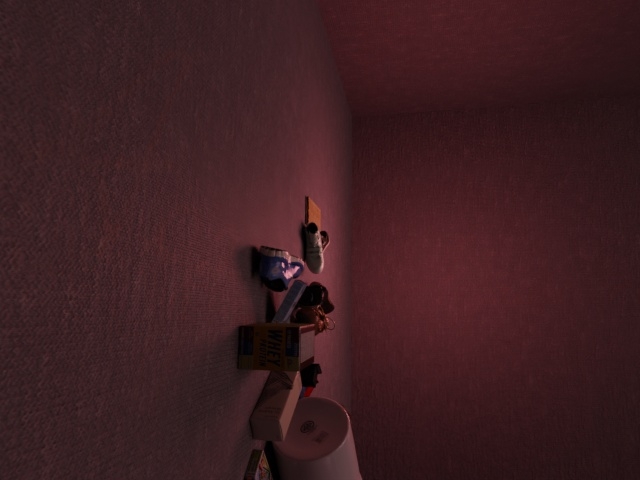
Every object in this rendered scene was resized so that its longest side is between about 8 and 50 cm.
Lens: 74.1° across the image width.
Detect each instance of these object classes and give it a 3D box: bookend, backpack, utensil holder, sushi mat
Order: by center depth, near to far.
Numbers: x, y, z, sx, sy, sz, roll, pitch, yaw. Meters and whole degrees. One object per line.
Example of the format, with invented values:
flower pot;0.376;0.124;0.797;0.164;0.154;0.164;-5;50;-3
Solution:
utensil holder;-0.014;0.865;1.667;0.327;0.328;0.384;-67;151;-62
bookend;-0.086;0.585;1.726;0.156;0.158;0.072;-80;163;-45
backpack;-0.055;0.263;1.988;0.182;0.152;0.115;93;3;-83
sushi mat;-0.037;-0.134;2.353;0.316;0.019;0.151;40;49;-75

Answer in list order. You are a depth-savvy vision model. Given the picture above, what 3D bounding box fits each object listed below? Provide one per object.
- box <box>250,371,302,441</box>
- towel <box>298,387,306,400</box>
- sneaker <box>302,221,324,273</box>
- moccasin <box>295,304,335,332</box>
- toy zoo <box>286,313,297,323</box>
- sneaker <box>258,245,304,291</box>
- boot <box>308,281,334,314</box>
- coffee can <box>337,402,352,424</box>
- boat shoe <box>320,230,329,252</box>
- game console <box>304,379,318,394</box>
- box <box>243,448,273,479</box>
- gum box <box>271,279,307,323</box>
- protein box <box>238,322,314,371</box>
box;-0.153;0.580;1.523;0.275;0.113;0.094;-65;151;-67
towel;-0.091;0.707;1.999;0.119;0.029;0.066;-54;140;-71
sneaker;-0.040;0.033;2.136;0.151;0.094;0.255;77;6;-64
moccasin;-0.022;0.367;1.912;0.139;0.147;0.380;62;-6;22
toy zoo;-0.126;0.428;1.823;0.293;0.030;0.192;72;17;-54
sneaker;-0.158;0.116;1.579;0.330;0.130;0.147;36;69;-72
boot;-0.015;0.293;2.315;0.115;0.113;0.305;60;-3;37
coffee can;0.045;0.947;2.209;0.275;0.202;0.201;61;30;-65
boat shoe;0.000;0.000;2.363;0.233;0.084;0.079;-65;152;-58
game console;-0.067;0.716;2.149;0.124;0.085;0.144;60;0;23
box;-0.205;0.816;1.430;0.114;0.036;0.206;-73;159;-55
gum box;-0.117;0.241;1.643;0.184;0.041;0.157;-60;174;-4
protein box;-0.137;0.344;1.393;0.201;0.200;0.135;35;55;-75
